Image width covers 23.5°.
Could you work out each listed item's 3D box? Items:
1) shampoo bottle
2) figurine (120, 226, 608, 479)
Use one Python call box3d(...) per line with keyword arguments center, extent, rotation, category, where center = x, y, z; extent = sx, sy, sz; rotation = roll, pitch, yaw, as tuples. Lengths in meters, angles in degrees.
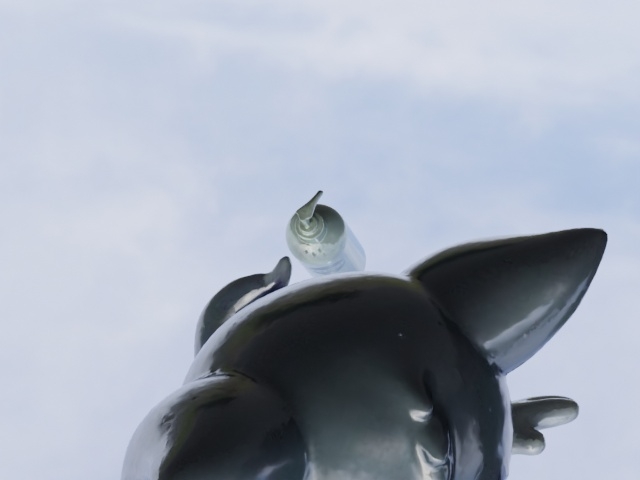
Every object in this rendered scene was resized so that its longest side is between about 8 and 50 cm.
box3d(center=(0.000, 0.000, 1.324), extent=(0.056, 0.056, 0.195), rotation=(7, 170, 12), category="shampoo bottle")
box3d(center=(0.005, 0.072, 0.619), extent=(0.193, 0.140, 0.265), rotation=(-22, -167, -16), category="figurine")
